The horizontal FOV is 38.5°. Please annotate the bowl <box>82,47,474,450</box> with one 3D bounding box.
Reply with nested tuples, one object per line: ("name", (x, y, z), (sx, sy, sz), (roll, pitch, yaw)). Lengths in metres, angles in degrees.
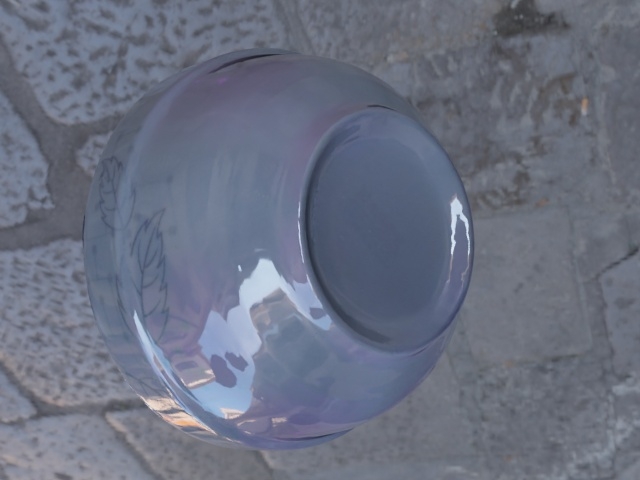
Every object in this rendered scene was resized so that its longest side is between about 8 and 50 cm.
("bowl", (0.000, 0.000, 0.623), (0.287, 0.287, 0.144), (41, 149, -29))
